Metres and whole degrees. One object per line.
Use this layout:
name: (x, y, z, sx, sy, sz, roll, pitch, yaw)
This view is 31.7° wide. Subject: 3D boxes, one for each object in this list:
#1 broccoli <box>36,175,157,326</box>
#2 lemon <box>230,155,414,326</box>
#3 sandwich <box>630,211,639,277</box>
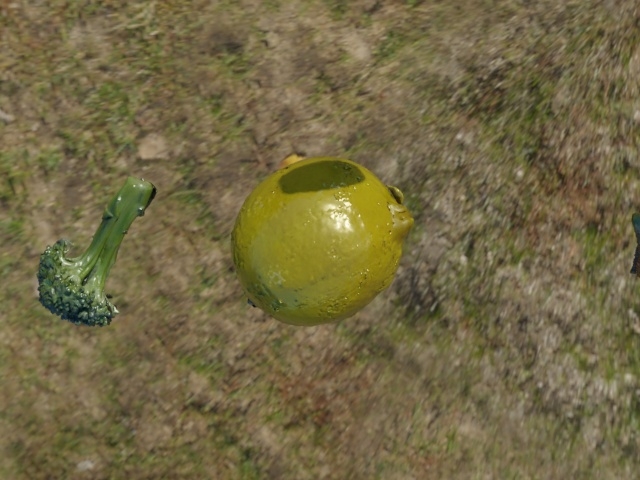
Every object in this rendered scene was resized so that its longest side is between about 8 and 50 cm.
broccoli: (-0.269, 0.010, 1.375, 0.118, 0.122, 0.204, 30, 99, -11)
lemon: (0.000, 0.000, 1.172, 0.206, 0.173, 0.173, -20, 97, 19)
sandwich: (0.244, 0.040, 0.754, 0.067, 0.029, 0.135, -27, 82, 48)
